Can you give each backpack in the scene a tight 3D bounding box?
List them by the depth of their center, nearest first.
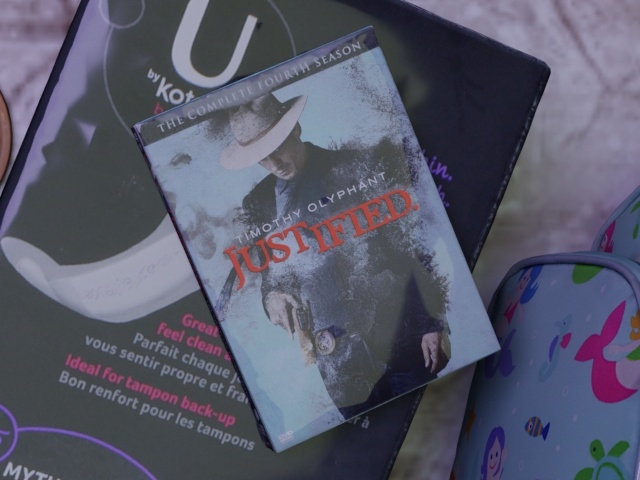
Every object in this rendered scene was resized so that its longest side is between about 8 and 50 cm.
[{"bbox_3d":[0.158,0.088,0.525,0.191,0.225,0.254,20,88,-14],"label":"backpack"}]

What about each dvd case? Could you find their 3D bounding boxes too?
[{"bbox_3d":[0.000,0.000,0.455,0.087,0.013,0.119,-23,98,-8],"label":"dvd case"}]

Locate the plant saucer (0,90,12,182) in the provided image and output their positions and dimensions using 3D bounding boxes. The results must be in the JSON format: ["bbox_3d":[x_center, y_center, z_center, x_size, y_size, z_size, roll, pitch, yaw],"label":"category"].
[{"bbox_3d":[-0.172,-0.044,0.573,0.083,0.013,0.083,-1,95,-7],"label":"plant saucer"}]

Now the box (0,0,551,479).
[{"bbox_3d":[-0.051,0.028,0.529,0.165,0.143,0.270,22,91,-11],"label":"box"}]
